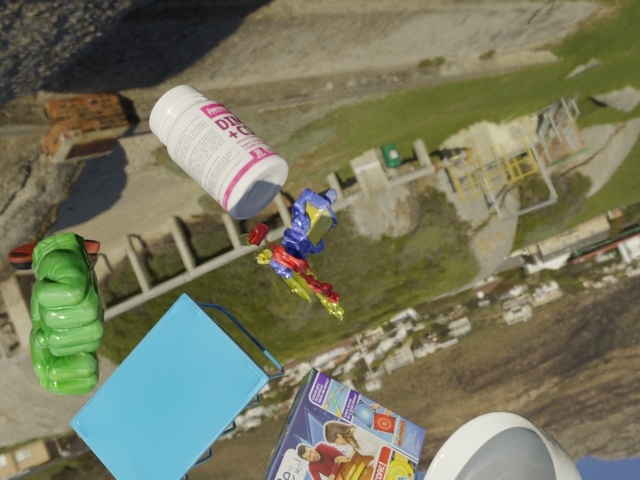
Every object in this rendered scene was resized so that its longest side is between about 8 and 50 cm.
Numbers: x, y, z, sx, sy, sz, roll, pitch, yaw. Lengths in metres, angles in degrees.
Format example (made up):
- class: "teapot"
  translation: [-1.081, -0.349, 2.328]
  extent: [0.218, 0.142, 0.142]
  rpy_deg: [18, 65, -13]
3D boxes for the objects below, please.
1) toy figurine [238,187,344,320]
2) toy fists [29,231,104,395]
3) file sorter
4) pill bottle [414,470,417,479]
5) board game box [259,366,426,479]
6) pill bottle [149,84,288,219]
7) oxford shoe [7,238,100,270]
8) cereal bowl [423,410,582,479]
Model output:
- class: "toy figurine"
  translation: [0.000, 0.000, 1.325]
  extent: [0.217, 0.191, 0.362]
  rpy_deg: [-59, 156, -14]
- class: "toy fists"
  translation: [-0.368, 0.125, 0.886]
  extent: [0.096, 0.142, 0.279]
  rpy_deg: [-11, 144, -33]
- class: "file sorter"
  translation: [-0.135, 0.160, 0.630]
  extent: [0.170, 0.118, 0.104]
  rpy_deg: [-48, 165, 1]
- class: "pill bottle"
  translation: [0.106, 0.544, 1.329]
  extent: [0.176, 0.319, 0.176]
  rpy_deg: [20, 170, 4]
- class: "board game box"
  translation: [0.013, 0.234, 0.573]
  extent: [0.035, 0.136, 0.201]
  rpy_deg: [-58, -176, 46]
- class: "pill bottle"
  translation: [-0.217, -0.190, 1.293]
  extent: [0.160, 0.283, 0.160]
  rpy_deg: [-43, 163, -17]
- class: "oxford shoe"
  translation: [-0.584, 0.053, 1.379]
  extent: [0.096, 0.099, 0.271]
  rpy_deg: [6, -175, 16]
- class: "cereal bowl"
  translation: [0.315, 0.473, 1.041]
  extent: [0.339, 0.141, 0.339]
  rpy_deg: [-50, -160, 26]
